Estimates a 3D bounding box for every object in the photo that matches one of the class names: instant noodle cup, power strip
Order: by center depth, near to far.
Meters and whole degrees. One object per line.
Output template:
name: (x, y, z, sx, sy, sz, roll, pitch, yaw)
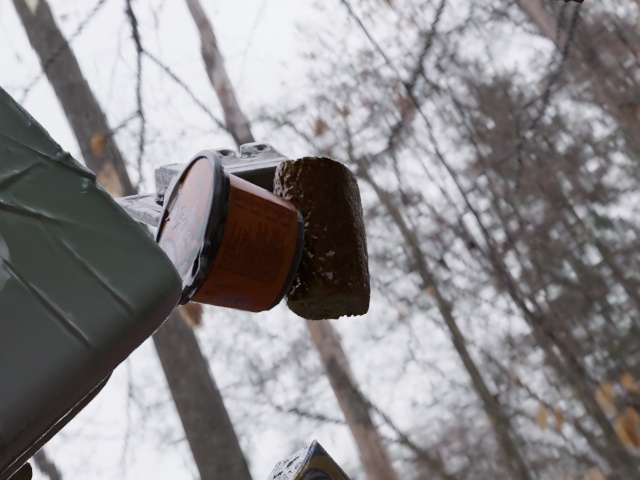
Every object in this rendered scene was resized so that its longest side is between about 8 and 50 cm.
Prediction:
instant noodle cup: (-0.094, 0.004, 1.441, 0.126, 0.208, 0.177, 17, -52, -22)
power strip: (-0.130, -0.074, 1.768, 0.257, 0.251, 0.092, -10, -71, -28)

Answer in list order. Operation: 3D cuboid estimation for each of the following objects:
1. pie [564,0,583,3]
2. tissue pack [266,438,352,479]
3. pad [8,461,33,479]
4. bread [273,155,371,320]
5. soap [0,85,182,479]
pie: (0.225, -0.420, 1.591, 0.103, 0.355, 0.288, -45, -27, -27)
tissue pack: (0.005, 0.136, 0.574, 0.035, 0.063, 0.083, -35, -82, 30)
pad: (-0.211, 0.227, 0.664, 0.004, 0.330, 0.220, -4, -31, 13)
bread: (0.000, 0.000, 1.549, 0.103, 0.172, 0.132, -9, -17, 15)
soap: (-0.238, 0.057, 0.548, 0.115, 0.208, 0.347, -46, -1, 40)
